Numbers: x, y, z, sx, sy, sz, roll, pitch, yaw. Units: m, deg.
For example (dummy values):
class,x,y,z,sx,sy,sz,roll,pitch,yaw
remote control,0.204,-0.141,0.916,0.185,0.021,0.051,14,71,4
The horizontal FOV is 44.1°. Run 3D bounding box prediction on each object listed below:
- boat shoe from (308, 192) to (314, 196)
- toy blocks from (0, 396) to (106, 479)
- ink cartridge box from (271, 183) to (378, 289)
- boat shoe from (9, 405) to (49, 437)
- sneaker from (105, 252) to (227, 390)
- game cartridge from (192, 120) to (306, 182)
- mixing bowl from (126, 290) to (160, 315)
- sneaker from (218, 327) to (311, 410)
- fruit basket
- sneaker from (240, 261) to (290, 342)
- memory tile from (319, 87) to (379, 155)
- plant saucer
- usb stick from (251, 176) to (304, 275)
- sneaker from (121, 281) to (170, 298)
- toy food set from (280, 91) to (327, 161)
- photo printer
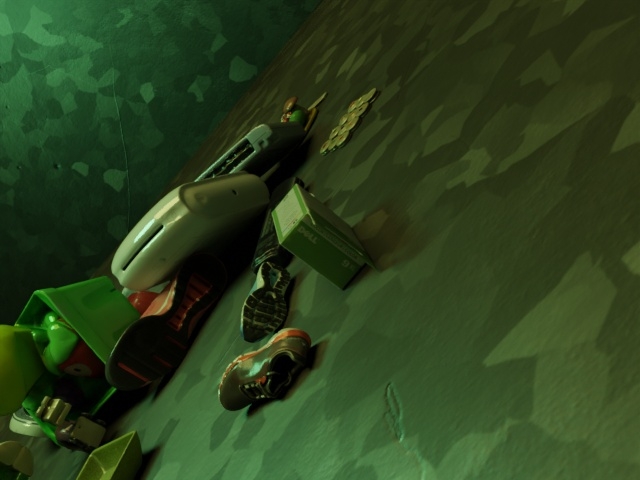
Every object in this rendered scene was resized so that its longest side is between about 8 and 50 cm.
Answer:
class,x,y,z,sx,sy,sz,roll,pitch,yaw
boat shoe,-0.029,-0.031,1.329,0.046,0.038,0.125,-4,37,7
toy blocks,-0.621,0.433,1.461,0.260,0.289,0.308,-23,38,47
ink cartridge box,0.000,0.000,1.069,0.062,0.109,0.209,-50,18,8
boat shoe,-0.690,0.383,1.963,0.340,0.127,0.158,178,103,-69
sneaker,-0.295,0.169,1.532,0.314,0.116,0.136,-53,5,-27
game cartridge,-0.173,-0.165,1.770,0.294,0.060,0.196,-37,-9,24
mixing bowl,-0.402,0.180,1.753,0.181,0.098,0.181,-46,18,20
sneaker,-0.076,0.175,0.999,0.158,0.061,0.065,-45,25,23
fruit basket,-0.566,0.263,1.578,0.392,0.283,0.392,-42,-4,-3
sneaker,-0.086,0.105,1.195,0.073,0.063,0.162,-62,5,33
memory tile,0.057,-0.235,1.565,0.148,0.012,0.113,-57,18,-18
plant saucer,-0.357,0.411,1.259,0.188,0.045,0.188,-33,25,46
usb stick,-0.074,-0.029,1.429,0.077,0.045,0.278,-36,22,24
sneaker,-0.427,0.105,1.957,0.268,0.101,0.153,-36,26,48
toy food set,-0.075,-0.284,1.902,0.128,0.071,0.217,-33,25,46
photo printer,-0.266,-0.020,1.596,0.256,0.107,0.307,-43,-8,27
